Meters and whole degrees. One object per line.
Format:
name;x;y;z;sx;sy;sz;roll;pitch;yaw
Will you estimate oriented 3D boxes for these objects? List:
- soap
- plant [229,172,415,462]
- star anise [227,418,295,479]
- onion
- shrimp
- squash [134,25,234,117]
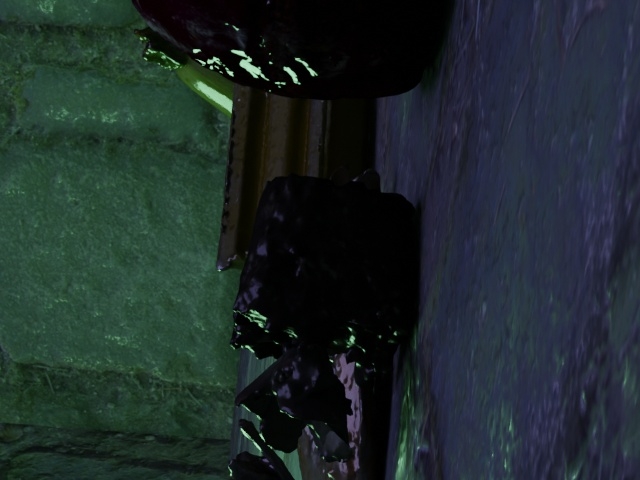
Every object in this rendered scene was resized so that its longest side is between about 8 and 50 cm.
soap;-0.022;-0.077;1.790;0.135;0.076;0.233;-19;54;38
plant;0.000;0.057;1.380;0.142;0.131;0.203;123;161;-78
star anise;-0.063;0.320;2.192;0.231;0.089;0.209;91;168;-52
onion;-0.032;-0.256;1.408;0.282;0.260;0.336;92;179;-52
shrimp;0.021;0.094;1.526;0.168;0.077;0.317;-176;87;-76
squash;-0.086;-0.207;2.225;0.137;0.287;0.137;-47;22;25
